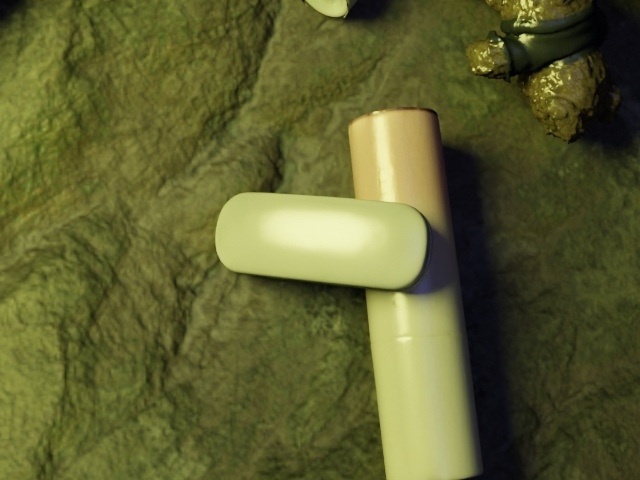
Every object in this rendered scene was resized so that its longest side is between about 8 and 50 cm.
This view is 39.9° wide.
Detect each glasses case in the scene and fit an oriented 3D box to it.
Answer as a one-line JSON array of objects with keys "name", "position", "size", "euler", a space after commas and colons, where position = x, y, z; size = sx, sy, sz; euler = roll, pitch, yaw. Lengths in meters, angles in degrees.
[{"name": "glasses case", "position": [0.000, 0.000, 0.764], "size": [0.197, 0.049, 0.076], "euler": [4, 85, 21]}]

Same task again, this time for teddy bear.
[{"name": "teddy bear", "position": [0.213, -0.219, 0.859], "size": [0.182, 0.129, 0.251], "euler": [-25, 86, -15]}]

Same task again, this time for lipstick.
[{"name": "lipstick", "position": [0.084, 0.048, 0.798], "size": [0.087, 0.087, 0.326], "euler": [-3, 80, -15]}]

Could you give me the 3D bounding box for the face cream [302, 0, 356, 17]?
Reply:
[{"name": "face cream", "position": [0.062, -0.322, 0.883], "size": [0.092, 0.058, 0.243], "euler": [33, 67, -2]}]
